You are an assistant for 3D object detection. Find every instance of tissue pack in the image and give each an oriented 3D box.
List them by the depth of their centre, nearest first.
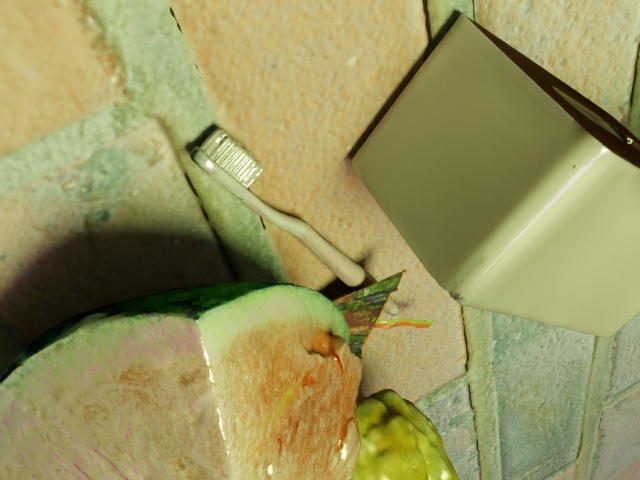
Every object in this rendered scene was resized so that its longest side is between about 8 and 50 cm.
[{"bbox_3d":[0.170,-0.035,0.601,0.246,0.159,0.136,14,124,-45],"label":"tissue pack"}]

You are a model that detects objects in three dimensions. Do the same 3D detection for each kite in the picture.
[{"bbox_3d":[0.031,0.079,0.714,0.159,0.010,0.190,-6,149,-15],"label":"kite"}]

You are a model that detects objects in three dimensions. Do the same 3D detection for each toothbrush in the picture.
[{"bbox_3d":[0.000,0.000,0.621,0.029,0.025,0.307,-46,141,3],"label":"toothbrush"}]

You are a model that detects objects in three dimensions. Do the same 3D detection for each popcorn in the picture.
[{"bbox_3d":[0.009,0.256,0.739,0.276,0.225,0.276,1,146,1],"label":"popcorn"}]

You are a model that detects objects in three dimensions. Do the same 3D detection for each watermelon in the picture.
[{"bbox_3d":[-0.101,0.158,0.601,0.222,0.292,0.319,-43,119,-52],"label":"watermelon"}]
